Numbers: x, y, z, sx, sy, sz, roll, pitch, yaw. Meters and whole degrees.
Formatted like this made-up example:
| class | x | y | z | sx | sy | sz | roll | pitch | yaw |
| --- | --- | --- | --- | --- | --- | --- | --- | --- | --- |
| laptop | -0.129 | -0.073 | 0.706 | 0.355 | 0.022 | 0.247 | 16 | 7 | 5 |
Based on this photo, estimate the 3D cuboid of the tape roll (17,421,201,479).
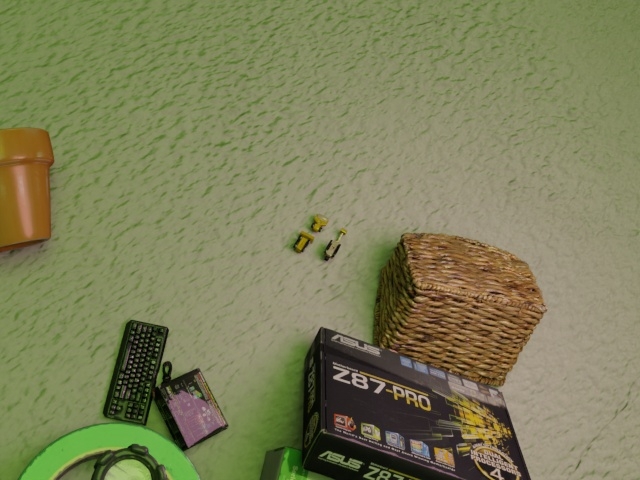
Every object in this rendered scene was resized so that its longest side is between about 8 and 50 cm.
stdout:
| class | x | y | z | sx | sy | sz | roll | pitch | yaw |
| --- | --- | --- | --- | --- | --- | --- | --- | --- | --- |
| tape roll | -0.346 | 0.463 | 1.308 | 0.321 | 0.077 | 0.321 | 7 | 67 | -16 |

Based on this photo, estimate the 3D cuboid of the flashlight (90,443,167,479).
| class | x | y | z | sx | sy | sz | roll | pitch | yaw |
| --- | --- | --- | --- | --- | --- | --- | --- | --- | --- |
| flashlight | -0.287 | 0.363 | 1.152 | 0.103 | 0.304 | 0.103 | 43 | 63 | 2 |

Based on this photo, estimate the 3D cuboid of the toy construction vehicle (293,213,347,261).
| class | x | y | z | sx | sy | sz | roll | pitch | yaw |
| --- | --- | --- | --- | --- | --- | --- | --- | --- | --- |
| toy construction vehicle | 0.000 | 0.000 | 1.631 | 0.086 | 0.035 | 0.098 | 26 | 61 | 5 |

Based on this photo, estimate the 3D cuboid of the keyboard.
| class | x | y | z | sx | sy | sz | roll | pitch | yaw |
| --- | --- | --- | --- | --- | --- | --- | --- | --- | --- |
| keyboard | -0.315 | 0.237 | 1.437 | 0.108 | 0.023 | 0.180 | 15 | 66 | -12 |

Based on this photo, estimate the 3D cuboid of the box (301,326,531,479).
| class | x | y | z | sx | sy | sz | roll | pitch | yaw |
| --- | --- | --- | --- | --- | --- | --- | --- | --- | --- |
| box | 0.163 | 0.331 | 1.423 | 0.395 | 0.097 | 0.318 | 21 | 22 | -9 |

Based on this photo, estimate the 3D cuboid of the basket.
| class | x | y | z | sx | sy | sz | roll | pitch | yaw |
| --- | --- | --- | --- | --- | --- | --- | --- | --- | --- |
| basket | 0.264 | 0.131 | 1.630 | 0.299 | 0.223 | 0.213 | 11 | 33 | -14 |

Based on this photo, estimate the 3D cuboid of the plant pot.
| class | x | y | z | sx | sy | sz | roll | pitch | yaw |
| --- | --- | --- | --- | --- | --- | --- | --- | --- | --- |
| plant pot | -0.557 | -0.079 | 1.399 | 0.205 | 0.205 | 0.188 | -14 | 90 | -22 |

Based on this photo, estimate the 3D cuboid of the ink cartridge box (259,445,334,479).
| class | x | y | z | sx | sy | sz | roll | pitch | yaw |
| --- | --- | --- | --- | --- | --- | --- | --- | --- | --- |
| ink cartridge box | 0.009 | 0.429 | 1.394 | 0.208 | 0.153 | 0.087 | 18 | 68 | -10 |

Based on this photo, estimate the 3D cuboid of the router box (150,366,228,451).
| class | x | y | z | sx | sy | sz | roll | pitch | yaw |
| --- | --- | --- | --- | --- | --- | --- | --- | --- | --- |
| router box | -0.231 | 0.298 | 1.417 | 0.092 | 0.038 | 0.122 | -19 | 77 | -42 |
